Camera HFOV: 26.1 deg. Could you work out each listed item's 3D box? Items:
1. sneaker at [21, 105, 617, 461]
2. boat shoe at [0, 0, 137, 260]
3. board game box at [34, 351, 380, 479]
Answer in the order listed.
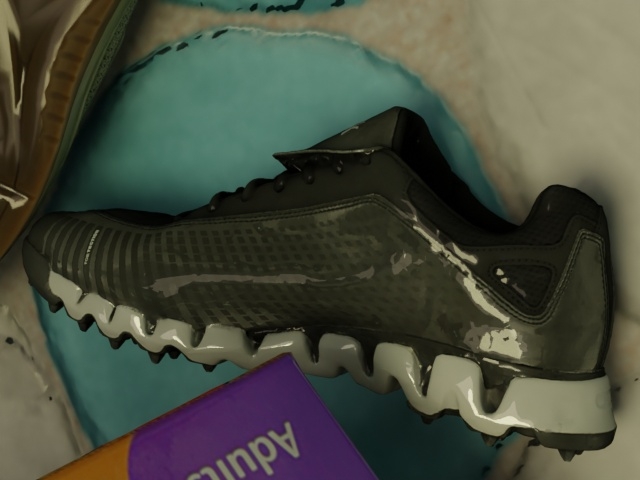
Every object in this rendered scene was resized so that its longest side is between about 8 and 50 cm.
[{"bbox_3d":[0.000,0.000,0.503,0.234,0.078,0.106,12,97,21],"label":"sneaker"},{"bbox_3d":[-0.133,-0.081,0.550,0.109,0.098,0.302,32,108,-6],"label":"boat shoe"},{"bbox_3d":[-0.109,0.314,0.375,0.356,0.356,0.356,54,133,12],"label":"board game box"}]
